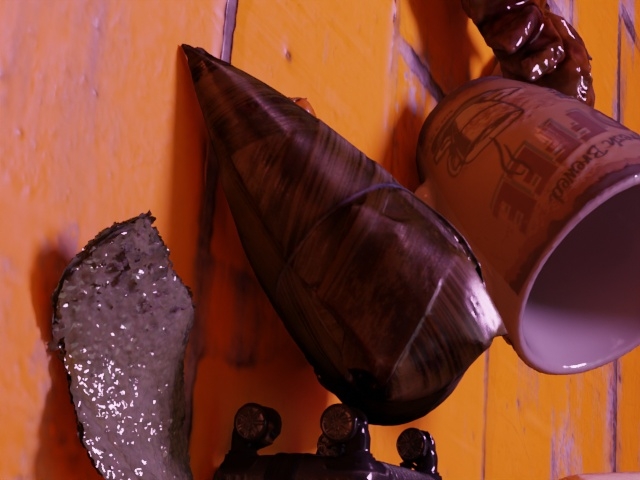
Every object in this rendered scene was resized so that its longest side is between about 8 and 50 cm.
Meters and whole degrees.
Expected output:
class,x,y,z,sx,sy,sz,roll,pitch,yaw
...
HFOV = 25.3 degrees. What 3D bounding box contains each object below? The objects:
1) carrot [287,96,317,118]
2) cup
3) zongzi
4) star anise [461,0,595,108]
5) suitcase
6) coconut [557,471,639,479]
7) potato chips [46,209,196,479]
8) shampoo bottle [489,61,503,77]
class,x,y,z,sx,sy,sz,roll,pitch,yaw
carrot,-0.009,-0.024,1.141,0.037,0.037,0.190,-50,136,-58
cup,0.175,-0.017,1.345,0.257,0.301,0.227,48,-25,44
zongzi,0.000,0.000,1.076,0.300,0.138,0.286,49,-9,10
star anise,0.209,-0.249,1.507,0.350,0.109,0.292,61,6,9
suitcase,0.006,0.280,1.007,0.202,0.128,0.312,30,59,-63
coconut,0.350,0.386,1.672,0.239,0.244,0.239,175,-90,-73
potato chips,-0.101,0.095,0.882,0.167,0.059,0.228,-24,104,-72
shampoo bottle,0.245,-0.160,1.676,0.127,0.078,0.257,55,28,-7
